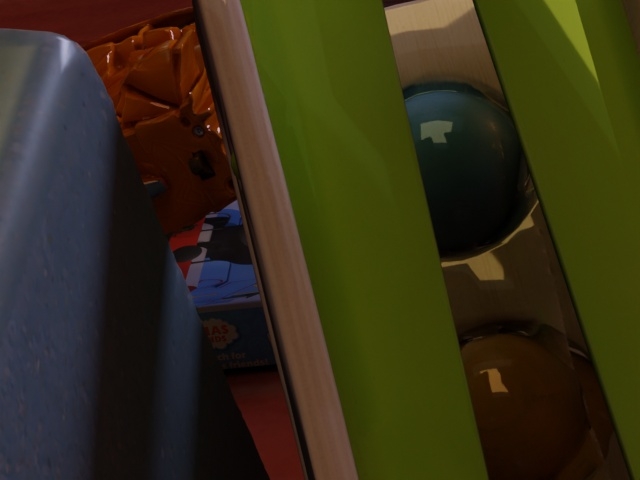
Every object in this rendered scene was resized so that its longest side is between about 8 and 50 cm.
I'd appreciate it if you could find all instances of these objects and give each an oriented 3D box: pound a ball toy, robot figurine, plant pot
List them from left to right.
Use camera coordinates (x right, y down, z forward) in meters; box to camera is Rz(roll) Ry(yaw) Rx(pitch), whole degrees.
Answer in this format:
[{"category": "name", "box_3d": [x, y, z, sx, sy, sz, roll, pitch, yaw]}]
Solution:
[{"category": "plant pot", "box_3d": [-0.161, 0.129, 0.472, 0.248, 0.247, 0.252, -6, 45, 13]}, {"category": "robot figurine", "box_3d": [-0.137, -0.030, 0.837, 0.291, 0.085, 0.211, -20, 19, 27]}, {"category": "pound a ball toy", "box_3d": [0.099, 0.057, 0.504, 0.208, 0.319, 0.136, -14, -15, -2]}]

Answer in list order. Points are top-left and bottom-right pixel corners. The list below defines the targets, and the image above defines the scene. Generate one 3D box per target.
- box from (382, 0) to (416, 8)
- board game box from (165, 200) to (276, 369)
[{"category": "box", "box_3d": [0.041, -0.180, 1.108, 0.102, 0.087, 0.101, 3, 30, 26]}, {"category": "board game box", "box_3d": [0.000, 0.000, 0.845, 0.211, 0.039, 0.160, -6, 28, 11]}]
